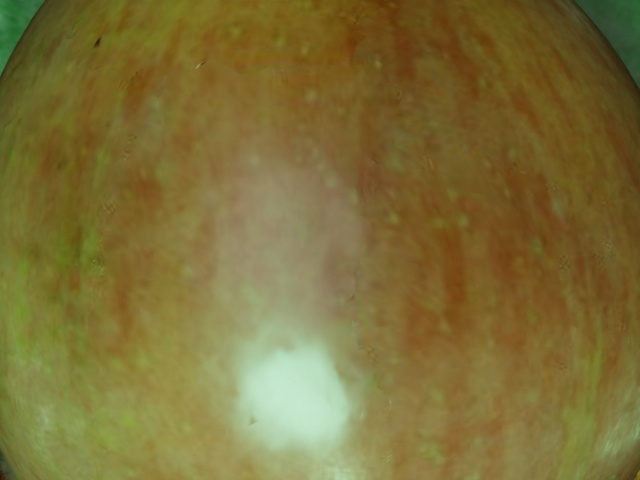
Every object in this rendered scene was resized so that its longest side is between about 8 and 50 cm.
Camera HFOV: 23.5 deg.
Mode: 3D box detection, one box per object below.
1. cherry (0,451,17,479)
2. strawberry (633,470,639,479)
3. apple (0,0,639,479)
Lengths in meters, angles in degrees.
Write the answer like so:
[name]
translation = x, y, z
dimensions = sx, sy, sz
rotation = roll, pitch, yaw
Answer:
[cherry]
translation = -0.149, 0.119, 0.914
dimensions = 0.106, 0.087, 0.126
rotation = -8, 60, 34
[strawberry]
translation = 0.229, 0.163, 0.839
dimensions = 0.087, 0.167, 0.208
rotation = -1, 91, -30
[apple]
translation = 0.000, 0.000, 0.774
dimensions = 0.364, 0.364, 0.363
rotation = -1, 82, 7
